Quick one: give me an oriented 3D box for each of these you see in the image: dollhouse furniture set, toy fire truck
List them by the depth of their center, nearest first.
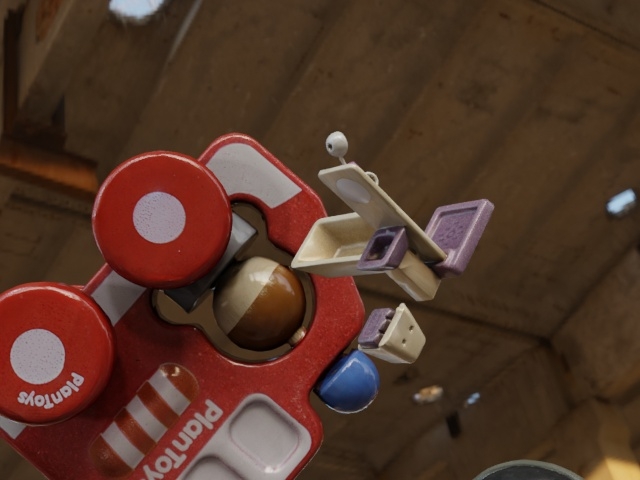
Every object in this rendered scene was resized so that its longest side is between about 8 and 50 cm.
[{"bbox_3d":[0.000,0.000,0.477,0.081,0.091,0.114,42,-27,-25],"label":"dollhouse furniture set"},{"bbox_3d":[-0.096,0.084,0.788,0.254,0.169,0.302,42,-96,-1],"label":"toy fire truck"}]

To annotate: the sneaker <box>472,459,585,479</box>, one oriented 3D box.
[{"bbox_3d":[0.057,0.172,0.293,0.087,0.227,0.130,-2,-22,24],"label":"sneaker"}]
